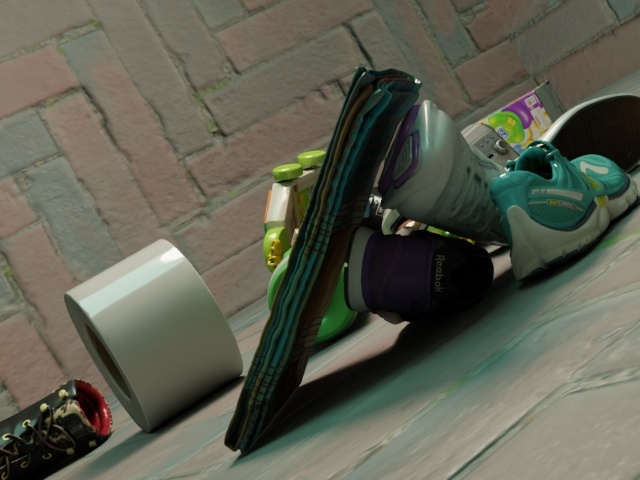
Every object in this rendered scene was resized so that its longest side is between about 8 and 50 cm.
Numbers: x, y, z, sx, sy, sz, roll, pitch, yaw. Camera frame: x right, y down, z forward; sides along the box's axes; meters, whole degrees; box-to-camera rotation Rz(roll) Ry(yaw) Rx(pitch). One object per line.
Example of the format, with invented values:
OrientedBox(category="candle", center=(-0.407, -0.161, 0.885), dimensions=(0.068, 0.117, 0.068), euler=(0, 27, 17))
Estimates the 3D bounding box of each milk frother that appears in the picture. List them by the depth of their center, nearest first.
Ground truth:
OrientedBox(category="milk frother", center=(0.153, -0.015, 2.097), dimensions=(0.135, 0.129, 0.143), euler=(18, 4, 40))

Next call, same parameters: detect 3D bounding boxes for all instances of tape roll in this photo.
OrientedBox(category="tape roll", center=(-0.250, 0.141, 1.793), dimensions=(0.169, 0.246, 0.246), euler=(-32, 2, -18))

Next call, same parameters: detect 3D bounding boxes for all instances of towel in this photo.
OrientedBox(category="towel", center=(0.009, 0.008, 1.182), dimensions=(0.271, 0.040, 0.370), euler=(-37, -32, -76))

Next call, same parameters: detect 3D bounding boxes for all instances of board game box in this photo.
OrientedBox(category="board game box", center=(0.386, -0.200, 2.525), dimensions=(0.275, 0.144, 0.142), euler=(-30, 2, 29))

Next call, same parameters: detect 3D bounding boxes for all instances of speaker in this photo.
OrientedBox(category="speaker", center=(-0.001, 0.065, 1.677), dimensions=(0.131, 0.131, 0.296), euler=(-30, 2, 6))

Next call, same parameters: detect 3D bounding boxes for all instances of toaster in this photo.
OrientedBox(category="toaster", center=(0.184, -0.054, 1.716), dimensions=(0.146, 0.129, 0.227), euler=(-35, -11, -42))

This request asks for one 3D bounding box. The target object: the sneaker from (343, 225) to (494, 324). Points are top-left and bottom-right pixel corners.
OrientedBox(category="sneaker", center=(0.122, 0.042, 1.231), dimensions=(0.124, 0.107, 0.283), euler=(4, 2, 18))

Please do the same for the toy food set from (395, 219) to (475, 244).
OrientedBox(category="toy food set", center=(0.117, 0.019, 1.486), dimensions=(0.128, 0.071, 0.218), euler=(-46, 3, -4))

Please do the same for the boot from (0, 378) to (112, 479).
OrientedBox(category="boot", center=(-0.517, 0.360, 2.017), dimensions=(0.284, 0.138, 0.377), euler=(-30, -4, 2))

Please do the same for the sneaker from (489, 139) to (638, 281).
OrientedBox(category="sneaker", center=(0.240, -0.052, 1.190), dimensions=(0.107, 0.110, 0.275), euler=(-27, 2, 27))

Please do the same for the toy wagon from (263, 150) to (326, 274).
OrientedBox(category="toy wagon", center=(-0.037, -0.012, 2.218), dimensions=(0.068, 0.267, 0.344), euler=(-4, 13, 24))

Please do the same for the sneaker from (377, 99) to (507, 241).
OrientedBox(category="sneaker", center=(0.143, -0.062, 1.206), dimensions=(0.305, 0.152, 0.114), euler=(-7, -60, -80))

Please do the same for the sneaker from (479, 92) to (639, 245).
OrientedBox(category="sneaker", center=(0.295, -0.094, 1.526), dimensions=(0.290, 0.106, 0.123), euler=(-32, 4, -13))

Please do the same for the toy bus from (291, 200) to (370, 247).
OrientedBox(category="toy bus", center=(0.004, 0.003, 2.091), dimensions=(0.104, 0.191, 0.202), euler=(2, -9, -20))
